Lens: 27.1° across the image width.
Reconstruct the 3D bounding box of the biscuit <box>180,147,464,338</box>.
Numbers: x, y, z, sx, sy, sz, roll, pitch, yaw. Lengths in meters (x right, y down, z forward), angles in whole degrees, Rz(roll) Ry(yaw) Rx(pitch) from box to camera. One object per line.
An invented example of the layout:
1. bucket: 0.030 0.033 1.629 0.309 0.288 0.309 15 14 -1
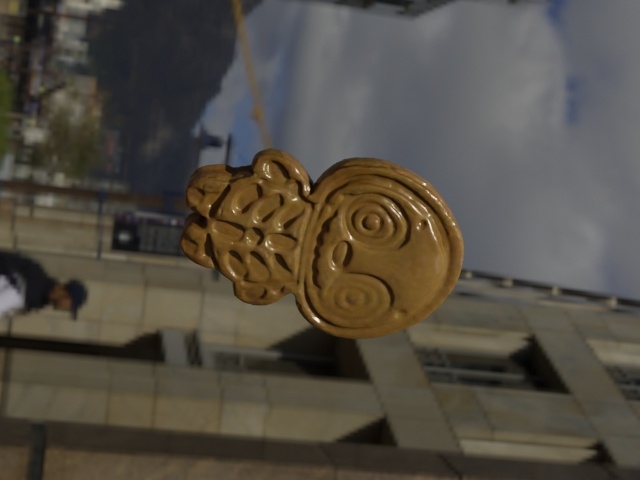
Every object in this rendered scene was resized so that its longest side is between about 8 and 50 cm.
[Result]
1. biscuit: 0.000 0.000 1.343 0.044 0.289 0.202 -80 -174 -61
